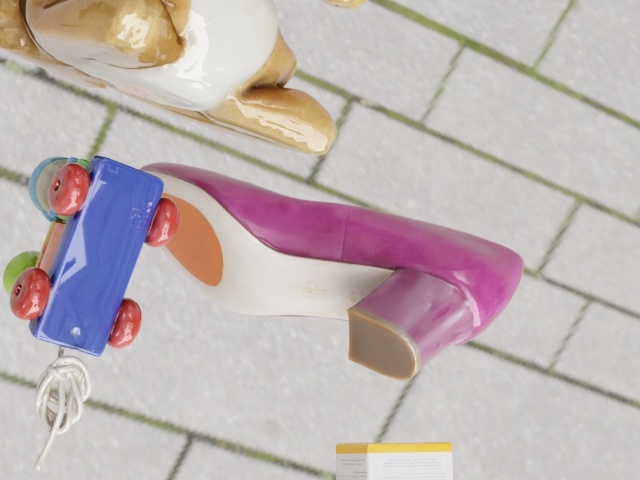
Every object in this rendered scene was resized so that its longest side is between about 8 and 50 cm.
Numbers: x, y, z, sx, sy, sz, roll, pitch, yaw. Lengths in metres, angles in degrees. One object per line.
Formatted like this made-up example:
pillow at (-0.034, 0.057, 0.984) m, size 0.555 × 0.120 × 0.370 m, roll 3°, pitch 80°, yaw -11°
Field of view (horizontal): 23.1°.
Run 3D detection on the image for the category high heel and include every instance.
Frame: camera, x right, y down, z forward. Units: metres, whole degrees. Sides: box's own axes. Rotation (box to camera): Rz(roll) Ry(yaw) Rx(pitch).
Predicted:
high heel at (0.000, 0.000, 1.482) m, size 0.181 × 0.377 × 0.127 m, roll -35°, pitch 145°, yaw -39°

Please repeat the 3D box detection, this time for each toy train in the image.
toy train at (-0.219, 0.049, 1.278) m, size 0.105 × 0.143 × 0.248 m, roll 21°, pitch 89°, yaw -33°

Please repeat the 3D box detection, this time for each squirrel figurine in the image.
squirrel figurine at (-0.118, -0.307, 1.365) m, size 0.281 × 0.397 × 0.370 m, roll 24°, pitch 84°, yaw -44°

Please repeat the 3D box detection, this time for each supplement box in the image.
supplement box at (0.043, 0.165, 0.901) m, size 0.062 × 0.036 × 0.098 m, roll 5°, pitch 80°, yaw -34°
